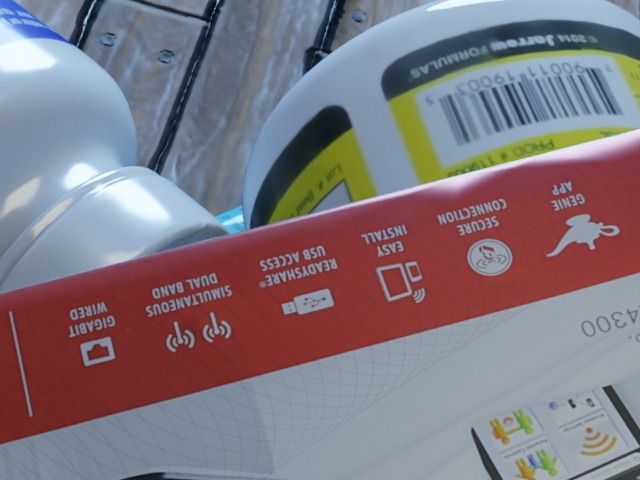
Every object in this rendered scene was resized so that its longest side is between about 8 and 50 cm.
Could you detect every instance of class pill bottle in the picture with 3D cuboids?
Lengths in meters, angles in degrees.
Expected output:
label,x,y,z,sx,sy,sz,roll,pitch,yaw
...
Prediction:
label,x,y,z,sx,sy,sz,roll,pitch,yaw
pill bottle,0.097,0.087,0.552,0.188,0.188,0.334,-2,51,-22
pill bottle,-0.170,-0.037,0.620,0.272,0.152,0.152,36,45,19

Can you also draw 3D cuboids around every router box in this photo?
label,x,y,z,sx,sy,sz,roll,pitch,yaw
router box,-0.019,0.145,0.348,0.335,0.082,0.301,-15,54,-7

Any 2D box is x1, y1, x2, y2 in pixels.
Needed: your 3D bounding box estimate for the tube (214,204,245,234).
label,x,y,z,sx,sy,sz,roll,pitch,yaw
tube,0.000,0.000,0.724,0.207,0.052,0.080,-26,56,-32
